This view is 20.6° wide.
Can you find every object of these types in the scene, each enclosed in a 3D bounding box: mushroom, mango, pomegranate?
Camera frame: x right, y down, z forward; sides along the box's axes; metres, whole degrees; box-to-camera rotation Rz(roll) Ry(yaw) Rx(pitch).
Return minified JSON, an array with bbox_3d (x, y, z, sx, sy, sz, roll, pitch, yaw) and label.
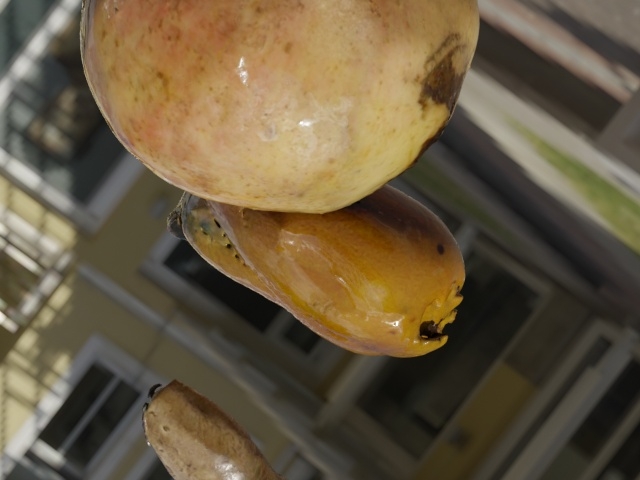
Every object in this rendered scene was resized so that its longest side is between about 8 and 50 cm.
[{"bbox_3d":[-0.086,0.212,1.633,0.094,0.072,0.210,16,154,38],"label":"mushroom"},{"bbox_3d":[0.000,0.000,1.601,0.287,0.152,0.201,30,-172,-1],"label":"mango"},{"bbox_3d":[-0.028,-0.169,1.370,0.322,0.322,0.322,37,180,0],"label":"pomegranate"}]
